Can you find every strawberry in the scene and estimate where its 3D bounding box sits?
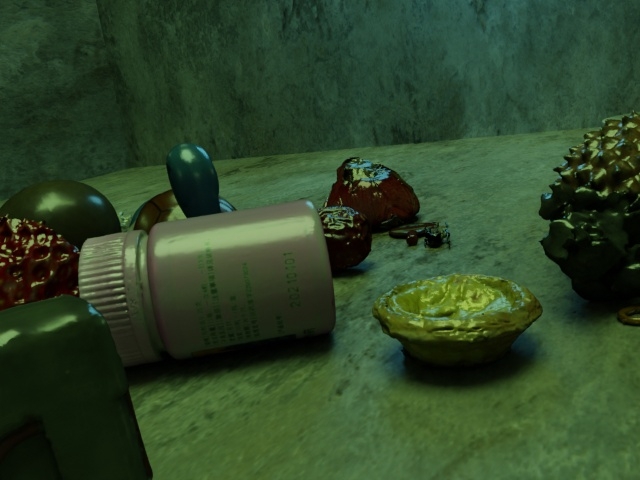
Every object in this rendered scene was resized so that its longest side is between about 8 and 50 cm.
[{"bbox_3d":[-0.413,0.095,0.896,0.234,0.234,0.178,-2,45,25],"label":"strawberry"}]

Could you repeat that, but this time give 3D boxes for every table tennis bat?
[{"bbox_3d":[0.182,-0.016,1.243,0.098,0.019,0.154,-6,11,11],"label":"table tennis bat"}]

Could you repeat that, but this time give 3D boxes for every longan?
[{"bbox_3d":[-0.479,0.005,1.119,0.248,0.248,0.248,-8,14,2],"label":"longan"}]

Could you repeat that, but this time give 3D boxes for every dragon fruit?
[{"bbox_3d":[0.103,-0.112,1.388,0.219,0.148,0.224,-3,13,30],"label":"dragon fruit"}]

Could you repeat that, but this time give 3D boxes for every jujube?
[{"bbox_3d":[0.000,0.000,1.085,0.176,0.109,0.112,-7,9,20],"label":"jujube"}]

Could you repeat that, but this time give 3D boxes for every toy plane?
[{"bbox_3d":[0.218,-0.012,1.174,0.049,0.031,0.120,0,17,9],"label":"toy plane"}]

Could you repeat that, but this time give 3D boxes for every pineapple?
[{"bbox_3d":[0.389,-0.028,0.824,0.223,0.222,0.357,4,28,41],"label":"pineapple"}]

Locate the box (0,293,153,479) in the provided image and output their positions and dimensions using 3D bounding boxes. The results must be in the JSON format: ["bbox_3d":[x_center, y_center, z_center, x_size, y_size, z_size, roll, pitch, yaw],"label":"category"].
[{"bbox_3d":[-0.196,0.148,0.402,0.129,0.210,0.148,-4,11,45],"label":"box"}]

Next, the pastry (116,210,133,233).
[{"bbox_3d":[-0.597,-0.020,1.545,0.259,0.089,0.121,-4,10,20],"label":"pastry"}]

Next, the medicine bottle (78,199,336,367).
[{"bbox_3d":[-0.136,0.055,0.799,0.291,0.178,0.178,-10,14,-5],"label":"medicine bottle"}]

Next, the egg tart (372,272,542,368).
[{"bbox_3d":[0.153,0.090,0.704,0.191,0.074,0.191,-7,13,2],"label":"egg tart"}]

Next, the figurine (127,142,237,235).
[{"bbox_3d":[-0.227,0.008,1.051,0.298,0.243,0.416,-24,-1,-23],"label":"figurine"}]

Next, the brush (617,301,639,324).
[{"bbox_3d":[0.486,0.056,0.782,0.315,0.017,0.090,-15,13,-23],"label":"brush"}]

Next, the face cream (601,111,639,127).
[{"bbox_3d":[0.620,-0.134,1.122,0.218,0.179,0.218,-8,14,2],"label":"face cream"}]

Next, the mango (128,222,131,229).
[{"bbox_3d":[-0.361,-0.018,1.416,0.163,0.089,0.111,14,36,35],"label":"mango"}]
